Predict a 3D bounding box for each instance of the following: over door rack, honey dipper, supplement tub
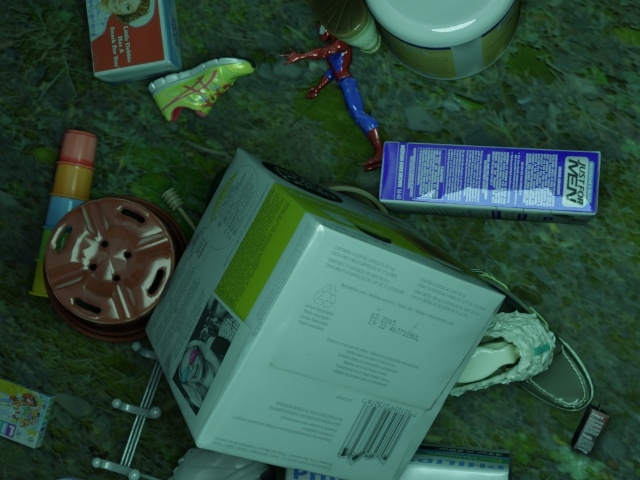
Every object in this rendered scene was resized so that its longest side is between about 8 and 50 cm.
[{"bbox_3d":[-0.229,0.317,1.556,0.324,0.108,0.239,10,73,23],"label":"over door rack"},{"bbox_3d":[-0.236,-0.028,1.669,0.030,0.030,0.160,-40,83,7],"label":"honey dipper"},{"bbox_3d":[0.202,-0.393,1.443,0.241,0.331,0.241,-1,87,11],"label":"supplement tub"}]

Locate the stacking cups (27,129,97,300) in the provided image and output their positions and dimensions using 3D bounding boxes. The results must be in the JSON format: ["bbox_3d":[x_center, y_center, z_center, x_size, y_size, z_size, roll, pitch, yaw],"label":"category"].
[{"bbox_3d":[-0.470,-0.047,1.687,0.096,0.096,0.316,11,88,12],"label":"stacking cups"}]

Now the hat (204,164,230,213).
[{"bbox_3d":[-0.190,-0.031,1.550,0.173,0.183,0.208,-48,67,32],"label":"hat"}]

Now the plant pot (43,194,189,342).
[{"bbox_3d":[-0.350,0.041,1.527,0.272,0.265,0.272,1,85,-9],"label":"plant pot"}]

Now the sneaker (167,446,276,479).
[{"bbox_3d":[-0.225,0.447,1.618,0.297,0.111,0.129,-31,67,4],"label":"sneaker"}]

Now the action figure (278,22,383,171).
[{"bbox_3d":[0.019,-0.253,1.593,0.139,0.091,0.280,-16,84,1],"label":"action figure"}]

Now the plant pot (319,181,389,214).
[{"bbox_3d":[0.000,0.000,1.553,0.237,0.110,0.237,-10,117,-20],"label":"plant pot"}]

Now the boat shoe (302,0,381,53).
[{"bbox_3d":[0.020,-0.432,1.580,0.104,0.089,0.285,-35,53,17],"label":"boat shoe"}]

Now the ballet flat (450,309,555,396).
[{"bbox_3d":[0.174,0.197,1.465,0.409,0.147,0.147,-17,84,27],"label":"ballet flat"}]

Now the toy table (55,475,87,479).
[{"bbox_3d":[-0.455,0.573,1.616,0.252,0.161,0.274,-34,80,8],"label":"toy table"}]

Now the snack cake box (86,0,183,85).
[{"bbox_3d":[-0.352,-0.437,1.682,0.152,0.089,0.264,-7,86,9],"label":"snack cake box"}]

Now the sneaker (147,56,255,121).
[{"bbox_3d":[-0.210,-0.277,1.656,0.208,0.081,0.094,-17,91,17],"label":"sneaker"}]

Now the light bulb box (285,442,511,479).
[{"bbox_3d":[0.129,0.521,1.466,0.358,0.225,0.361,2,87,12],"label":"light bulb box"}]

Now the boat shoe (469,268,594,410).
[{"bbox_3d":[0.337,0.170,1.509,0.109,0.091,0.305,-44,80,7],"label":"boat shoe"}]

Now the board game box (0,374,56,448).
[{"bbox_3d":[-0.595,0.323,1.724,0.154,0.026,0.103,17,91,12],"label":"board game box"}]

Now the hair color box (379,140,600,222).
[{"bbox_3d":[0.278,-0.093,1.487,0.339,0.185,0.110,6,87,11],"label":"hair color box"}]

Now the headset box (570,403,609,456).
[{"bbox_3d":[0.450,0.312,1.494,0.032,0.062,0.083,24,93,11],"label":"headset box"}]

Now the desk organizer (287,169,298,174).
[{"bbox_3d":[-0.071,-0.063,1.624,0.047,0.050,0.130,1,88,12],"label":"desk organizer"}]

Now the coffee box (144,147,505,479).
[{"bbox_3d":[-0.010,0.111,1.336,0.337,0.334,0.338,22,102,-30],"label":"coffee box"}]
